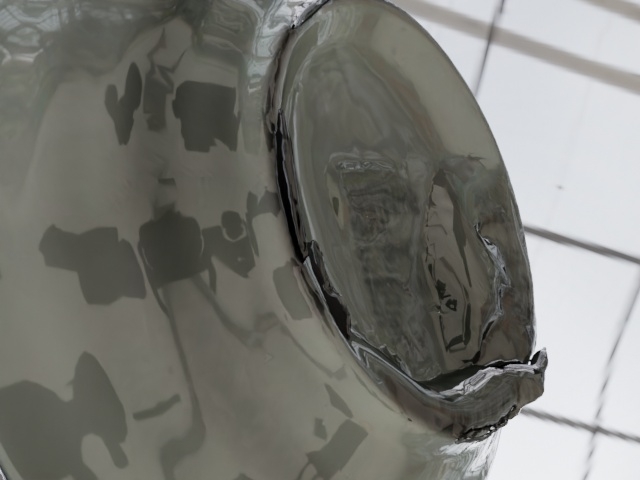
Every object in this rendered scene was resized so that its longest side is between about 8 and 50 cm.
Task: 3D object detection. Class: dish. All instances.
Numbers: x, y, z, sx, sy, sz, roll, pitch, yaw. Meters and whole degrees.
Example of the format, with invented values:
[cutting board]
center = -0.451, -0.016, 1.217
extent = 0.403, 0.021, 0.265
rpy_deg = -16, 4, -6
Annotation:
[dish]
center = 0.000, 0.000, 0.679
extent = 0.316, 0.106, 0.316
rpy_deg = 33, -133, -45
